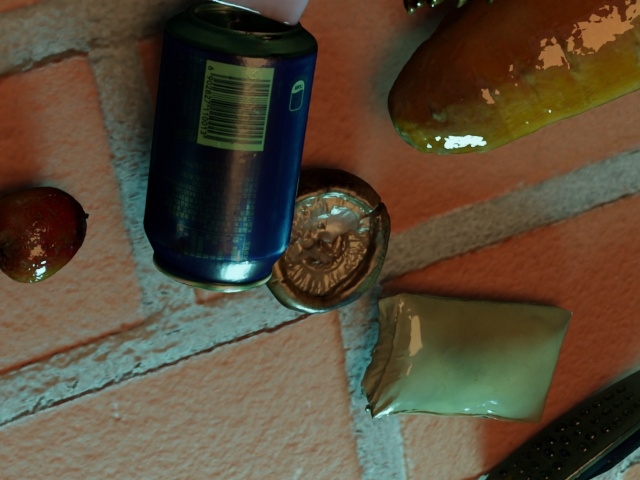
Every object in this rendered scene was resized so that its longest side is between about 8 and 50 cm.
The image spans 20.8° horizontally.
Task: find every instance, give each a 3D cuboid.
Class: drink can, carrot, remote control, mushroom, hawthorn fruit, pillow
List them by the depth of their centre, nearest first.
[{"bbox_3d":[-0.212,-0.006,1.302,0.077,0.077,0.077,-11,117,-22],"label":"hawthorn fruit"},{"bbox_3d":[-0.070,-0.071,1.316,0.118,0.118,0.205,-1,114,-26],"label":"drink can"},{"bbox_3d":[0.157,-0.145,1.391,0.225,0.159,0.159,-33,124,3],"label":"carrot"},{"bbox_3d":[0.000,0.000,1.423,0.123,0.052,0.123,-7,109,-23],"label":"mushroom"},{"bbox_3d":[0.128,0.104,1.537,0.208,0.053,0.119,5,113,-32],"label":"pillow"},{"bbox_3d":[0.249,0.189,1.626,0.222,0.072,0.042,-34,123,-9],"label":"remote control"}]

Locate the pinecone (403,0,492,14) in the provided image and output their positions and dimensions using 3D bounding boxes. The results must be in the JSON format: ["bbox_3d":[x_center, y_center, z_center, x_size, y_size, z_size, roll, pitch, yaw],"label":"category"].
[{"bbox_3d":[0.081,-0.243,1.288,0.173,0.173,0.173,-11,117,-22],"label":"pinecone"}]

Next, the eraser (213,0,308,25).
[{"bbox_3d":[-0.060,-0.347,1.152,0.272,0.122,0.359,10,119,-37],"label":"eraser"}]
